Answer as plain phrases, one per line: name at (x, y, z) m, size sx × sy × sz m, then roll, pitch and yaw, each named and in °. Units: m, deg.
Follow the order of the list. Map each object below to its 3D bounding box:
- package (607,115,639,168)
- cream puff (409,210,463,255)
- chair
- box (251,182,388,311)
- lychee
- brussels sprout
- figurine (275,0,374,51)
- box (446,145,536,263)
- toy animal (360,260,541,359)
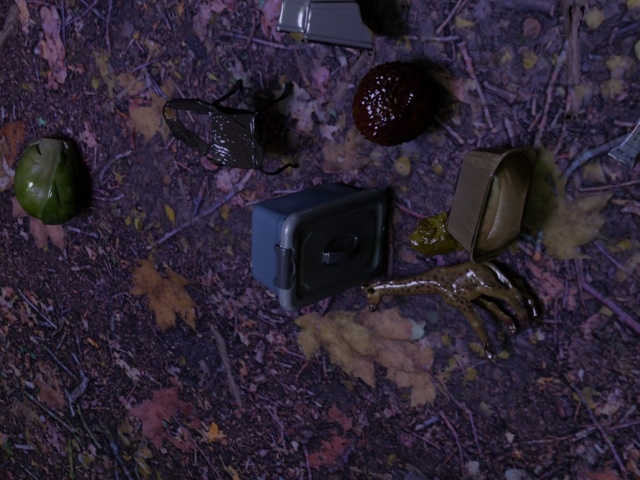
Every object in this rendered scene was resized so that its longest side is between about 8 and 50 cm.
package at (0.417, -0.145, 0.944) m, size 0.037 × 0.015 × 0.110 m, roll 33°, pitch 125°, yaw 11°
cream puff at (0.181, -0.010, 1.130) m, size 0.083 × 0.083 × 0.058 m, roll -48°, pitch 40°, yaw 48°
chair at (-0.144, -0.178, 1.176) m, size 0.174 × 0.213 × 0.149 m, roll 13°, pitch 110°, yaw 30°
box at (0.000, 0.000, 1.153) m, size 0.130 × 0.227 × 0.162 m, roll 26°, pitch 123°, yaw 41°
lychee at (0.102, -0.197, 1.065) m, size 0.129 × 0.123 × 0.123 m, roll -6°, pitch 106°, yaw 44°
brussels sprout at (-0.560, -0.119, 1.516) m, size 0.131 × 0.145 × 0.183 m, roll 6°, pitch 121°, yaw 2°
figurine at (0.015, -0.419, 1.013) m, size 0.308 × 0.143 × 0.308 m, roll 14°, pitch 120°, yaw 27°
box at (0.248, -0.054, 1.039) m, size 0.111 × 0.111 × 0.177 m, roll 21°, pitch 119°, yaw 25°
toy animal at (0.201, 0.086, 1.138) m, size 0.275 × 0.054 × 0.149 m, roll 20°, pitch 115°, yaw 12°
